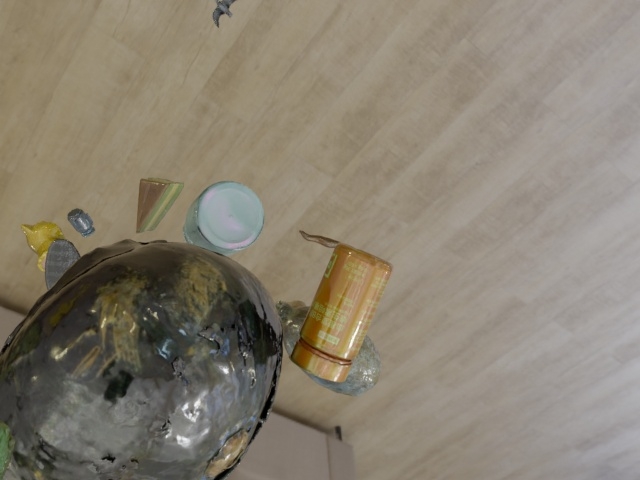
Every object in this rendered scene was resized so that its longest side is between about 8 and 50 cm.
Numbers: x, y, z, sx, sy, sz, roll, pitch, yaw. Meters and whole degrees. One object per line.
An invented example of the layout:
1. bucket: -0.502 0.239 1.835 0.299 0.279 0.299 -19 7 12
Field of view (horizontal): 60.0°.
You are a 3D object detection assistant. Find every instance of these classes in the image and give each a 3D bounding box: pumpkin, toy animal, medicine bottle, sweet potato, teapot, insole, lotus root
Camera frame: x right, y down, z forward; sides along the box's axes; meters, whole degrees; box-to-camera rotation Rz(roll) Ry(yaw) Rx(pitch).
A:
1. pumpkin: -0.247 0.212 0.832 0.343 0.454 0.455 27 134 27
2. toy animal: -0.949 0.034 1.954 0.156 0.230 0.156 -39 157 -20
3. medicine bottle: 0.032 0.106 0.838 0.096 0.096 0.192 23 93 -21
4. medicine bottle: -0.358 -0.058 1.951 0.244 0.245 0.290 25 160 -22
5. sweet potato: 0.000 0.000 1.367 0.115 0.026 0.026 14 127 -5
6. teapot: -0.693 -0.054 1.603 0.049 0.063 0.083 -28 131 -10
7. insole: -0.663 0.151 1.429 0.110 0.012 0.310 4 93 -2
8. toy animal: -0.210 -0.503 1.189 0.050 0.028 0.084 38 94 7
9. lotus root: 0.021 0.271 1.376 0.349 0.175 0.175 38 118 -22

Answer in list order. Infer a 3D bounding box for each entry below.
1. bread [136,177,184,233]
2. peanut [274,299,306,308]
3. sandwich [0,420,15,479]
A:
1. bread: -0.395 -0.080 1.361 0.084 0.074 0.139 12 100 18
2. peanut: -0.119 0.267 2.043 0.227 0.104 0.086 -12 106 43
3. sandwich: -0.221 0.158 0.235 0.109 0.185 0.160 14 166 -15
